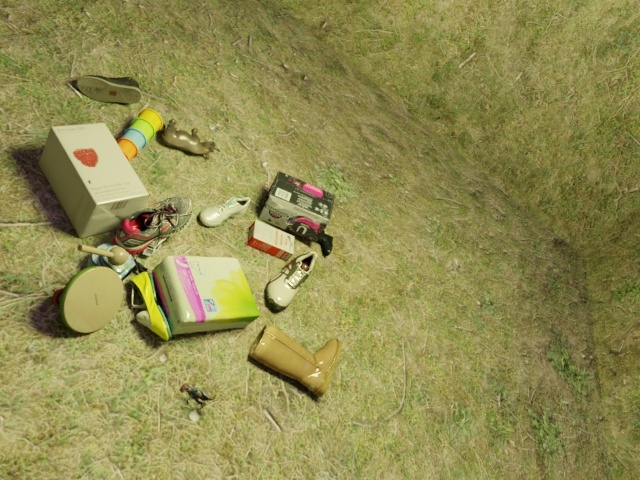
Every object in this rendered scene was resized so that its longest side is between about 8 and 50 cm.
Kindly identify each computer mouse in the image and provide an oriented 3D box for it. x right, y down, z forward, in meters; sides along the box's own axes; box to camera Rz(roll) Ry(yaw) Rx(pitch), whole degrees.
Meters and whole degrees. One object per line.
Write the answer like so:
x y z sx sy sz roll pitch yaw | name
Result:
-0.540 0.019 1.757 0.106 0.042 0.193 33 44 -3 | computer mouse

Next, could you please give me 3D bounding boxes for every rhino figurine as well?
-0.490 -0.373 2.125 0.243 0.073 0.106 18 42 -31 | rhino figurine

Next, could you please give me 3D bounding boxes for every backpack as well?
-0.605 0.064 1.624 0.114 0.084 0.105 36 36 -4 | backpack

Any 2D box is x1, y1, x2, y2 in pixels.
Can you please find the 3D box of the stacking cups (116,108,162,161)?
-0.647 -0.339 1.938 0.096 0.096 0.316 32 40 -15 | stacking cups

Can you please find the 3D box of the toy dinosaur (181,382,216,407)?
-0.349 0.429 1.575 0.082 0.047 0.090 44 5 13 | toy dinosaur

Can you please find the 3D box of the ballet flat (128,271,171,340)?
-0.499 0.195 1.621 0.077 0.077 0.231 -14 61 -24 | ballet flat

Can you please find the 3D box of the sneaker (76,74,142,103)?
-0.774 -0.564 2.060 0.222 0.083 0.118 8 32 -27 | sneaker

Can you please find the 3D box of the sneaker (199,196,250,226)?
-0.339 -0.116 2.010 0.080 0.094 0.212 53 40 9 | sneaker

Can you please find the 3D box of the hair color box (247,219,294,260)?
-0.181 0.001 2.075 0.167 0.053 0.093 23 42 -22 | hair color box

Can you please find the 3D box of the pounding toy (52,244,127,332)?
-0.632 0.119 1.508 0.110 0.236 0.183 16 1 29 | pounding toy

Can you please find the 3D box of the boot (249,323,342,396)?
-0.071 0.350 1.833 0.269 0.089 0.236 35 39 -9 | boot

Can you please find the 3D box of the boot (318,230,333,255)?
0.000 0.000 2.242 0.099 0.045 0.121 30 37 -18 | boot

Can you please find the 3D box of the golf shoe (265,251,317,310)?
-0.101 0.130 1.979 0.105 0.120 0.273 41 40 -7 | golf shoe

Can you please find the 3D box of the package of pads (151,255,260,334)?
-0.351 0.159 1.728 0.297 0.101 0.229 5 52 -49 | package of pads

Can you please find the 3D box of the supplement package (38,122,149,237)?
-0.689 -0.187 1.701 0.177 0.175 0.293 -20 70 -47 | supplement package

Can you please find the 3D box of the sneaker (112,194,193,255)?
-0.499 -0.062 1.738 0.121 0.112 0.299 41 44 4 | sneaker

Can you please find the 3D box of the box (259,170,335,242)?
-0.090 -0.127 2.174 0.247 0.142 0.163 22 43 -9 | box
